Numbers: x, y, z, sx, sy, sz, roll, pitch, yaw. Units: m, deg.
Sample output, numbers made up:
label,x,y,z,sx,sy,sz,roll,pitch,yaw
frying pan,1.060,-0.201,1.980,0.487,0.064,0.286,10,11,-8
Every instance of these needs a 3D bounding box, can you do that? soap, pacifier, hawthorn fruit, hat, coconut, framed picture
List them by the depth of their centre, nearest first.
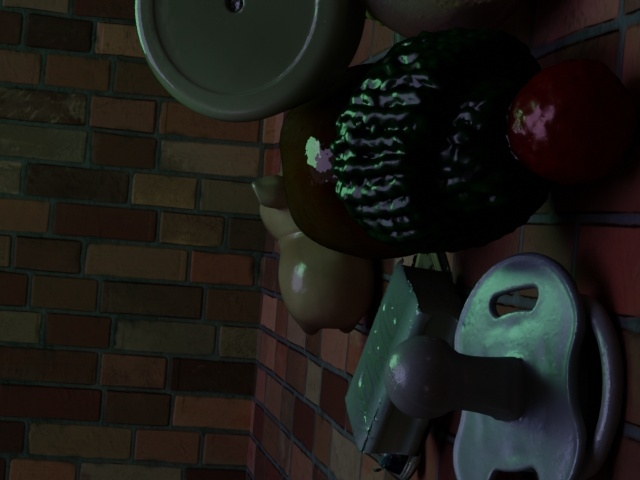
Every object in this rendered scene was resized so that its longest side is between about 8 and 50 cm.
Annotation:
label,x,y,z,sx,sy,sz,roll,pitch,yaw
pacifier,0.170,0.146,1.414,0.238,0.226,0.287,-16,70,60
hat,0.195,-0.103,1.474,0.332,0.242,0.274,-1,42,48
coconut,0.157,-0.351,1.674,0.245,0.233,0.233,144,130,-71
hawthorn fruit,0.093,-0.103,1.871,0.301,0.268,0.267,-167,82,-69
soap,0.116,0.165,1.947,0.150,0.094,0.261,-113,36,-56
framed picture,0.156,0.083,2.109,0.195,0.010,0.199,-100,18,-56

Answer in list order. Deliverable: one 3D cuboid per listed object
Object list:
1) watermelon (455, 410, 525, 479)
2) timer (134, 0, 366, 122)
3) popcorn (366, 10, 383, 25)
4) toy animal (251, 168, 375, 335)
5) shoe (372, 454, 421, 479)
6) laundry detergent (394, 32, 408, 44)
label,x,y,z,sx,sy,sz,roll,pitch,yaw
watermelon,0.210,0.226,1.595,0.187,0.071,0.139,-84,13,-48
timer,-0.046,-0.302,1.858,0.315,0.291,0.290,-12,-70,-66
popcorn,0.093,-0.439,2.052,0.237,0.293,0.293,3,88,43
toy animal,0.000,0.000,2.503,0.326,0.237,0.269,-103,11,-47
shoe,0.114,0.280,2.083,0.064,0.071,0.143,120,158,-66
laundry detergent,0.150,-0.295,2.160,0.099,0.070,0.225,96,175,-60
